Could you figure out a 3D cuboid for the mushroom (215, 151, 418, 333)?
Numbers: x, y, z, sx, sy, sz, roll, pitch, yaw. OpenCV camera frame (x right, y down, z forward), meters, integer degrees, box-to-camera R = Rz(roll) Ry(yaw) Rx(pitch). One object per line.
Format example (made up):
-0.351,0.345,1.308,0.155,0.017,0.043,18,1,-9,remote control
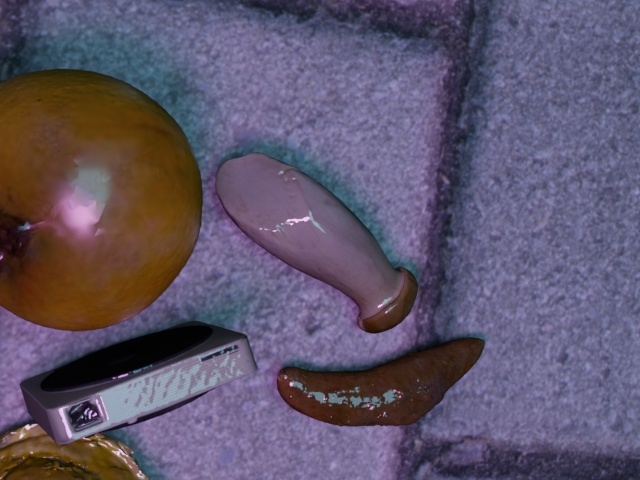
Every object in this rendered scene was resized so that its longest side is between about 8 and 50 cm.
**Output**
0.000,0.000,1.713,0.350,0.128,0.128,42,76,-22,mushroom

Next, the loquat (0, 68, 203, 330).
-0.293,-0.057,1.508,0.328,0.328,0.359,64,31,-11,loquat

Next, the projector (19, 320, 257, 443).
-0.235,0.180,1.545,0.257,0.259,0.079,-19,99,-20,projector

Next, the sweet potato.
0.102,0.216,1.771,0.341,0.092,0.114,-8,77,-22,sweet potato

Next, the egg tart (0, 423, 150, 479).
-0.343,0.399,1.536,0.341,0.132,0.341,1,80,-6,egg tart
